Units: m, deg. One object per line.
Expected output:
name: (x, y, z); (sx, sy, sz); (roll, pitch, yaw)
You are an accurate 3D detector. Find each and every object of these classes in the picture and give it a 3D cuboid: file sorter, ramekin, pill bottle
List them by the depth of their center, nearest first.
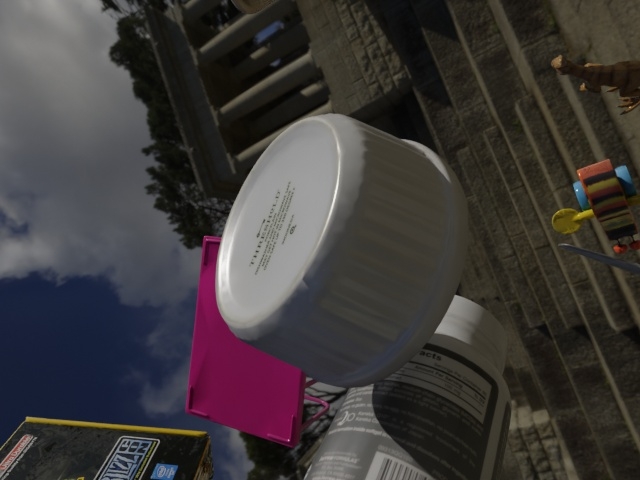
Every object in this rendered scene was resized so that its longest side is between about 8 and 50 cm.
ramekin: (0.000, 0.000, 0.453); (0.127, 0.273, 0.273); (24, -136, -32)
pill bottle: (0.126, 0.250, 0.581); (0.210, 0.210, 0.363); (59, -137, -20)
file sorter: (-0.078, 0.150, 0.768); (0.182, 0.202, 0.290); (6, -90, -66)

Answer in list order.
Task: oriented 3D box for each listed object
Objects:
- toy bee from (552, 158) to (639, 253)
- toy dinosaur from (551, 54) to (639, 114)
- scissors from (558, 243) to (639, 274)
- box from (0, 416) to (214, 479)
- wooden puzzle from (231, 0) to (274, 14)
toy bee: (0.577, -0.059, 0.862); (0.298, 0.195, 0.162); (-6, -105, -34)
toy dinosaur: (0.429, -0.224, 0.608); (0.112, 0.211, 0.064); (18, -101, -59)
scissors: (0.523, 0.061, 0.688); (0.021, 0.297, 0.109); (-69, -26, -18)
box: (-0.281, 0.342, 0.460); (0.322, 0.257, 0.079); (-77, -9, -63)
wooden puzzle: (-0.050, -0.534, 0.577); (0.322, 0.348, 0.080); (56, 177, -20)
